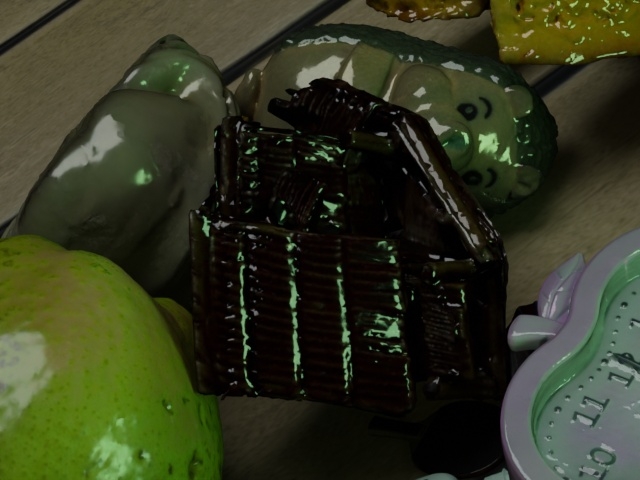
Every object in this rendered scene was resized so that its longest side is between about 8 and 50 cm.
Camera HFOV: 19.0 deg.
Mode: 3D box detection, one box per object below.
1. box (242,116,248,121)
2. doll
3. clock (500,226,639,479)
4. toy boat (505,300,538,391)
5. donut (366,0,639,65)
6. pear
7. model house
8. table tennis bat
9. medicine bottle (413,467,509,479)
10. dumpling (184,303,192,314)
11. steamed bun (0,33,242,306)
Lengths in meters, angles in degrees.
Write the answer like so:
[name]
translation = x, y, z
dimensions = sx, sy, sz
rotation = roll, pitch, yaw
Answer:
[box]
translation = -0.069, -0.117, 2.357
dimensions = 0.089, 0.022, 0.156
rotation = -43, 38, -19
[doll]
translation = 0.081, -0.114, 2.089
dimensions = 0.349, 0.247, 0.247
rotation = 5, 45, 16
[clock]
translation = 0.313, 0.143, 1.642
dimensions = 0.338, 0.102, 0.339
rotation = -5, 50, 6
[toy boat]
translation = 0.230, 0.150, 1.787
dimensions = 0.097, 0.100, 0.223
rotation = 8, 42, -11
[donut]
translation = 0.272, -0.323, 2.157
dimensions = 0.377, 0.164, 0.435
rotation = -11, 21, -29
[pear]
translation = -0.266, 0.179, 1.802
dimensions = 0.391, 0.391, 0.391
rotation = -18, 37, 14
[model house]
translation = 0.000, 0.000, 1.803
dimensions = 0.282, 0.317, 0.297
rotation = 0, 2, -41
[table tennis bat]
translation = 0.116, 0.190, 1.865
dimensions = 0.158, 0.014, 0.095
rotation = 5, 48, 35
[medicine bottle]
translation = 0.080, 0.276, 1.724
dimensions = 0.228, 0.083, 0.121
rotation = -21, 31, 8
[dumpling]
translation = -0.291, 0.063, 2.232
dimensions = 0.166, 0.086, 0.332
rotation = -39, 35, -19
[steamed bun]
translation = -0.187, -0.031, 2.036
dimensions = 0.324, 0.219, 0.310
rotation = -52, 4, 48
